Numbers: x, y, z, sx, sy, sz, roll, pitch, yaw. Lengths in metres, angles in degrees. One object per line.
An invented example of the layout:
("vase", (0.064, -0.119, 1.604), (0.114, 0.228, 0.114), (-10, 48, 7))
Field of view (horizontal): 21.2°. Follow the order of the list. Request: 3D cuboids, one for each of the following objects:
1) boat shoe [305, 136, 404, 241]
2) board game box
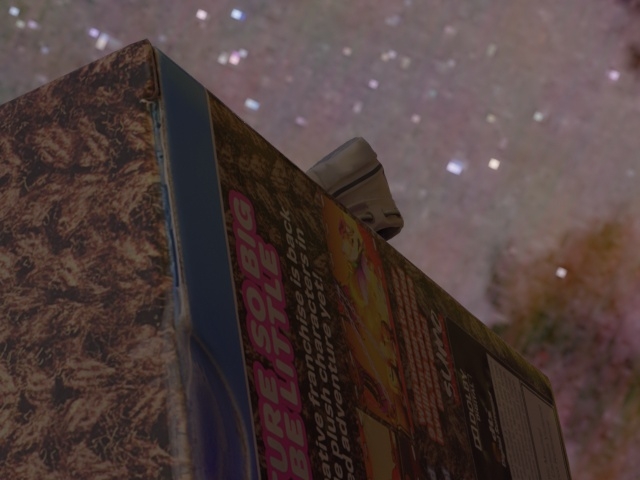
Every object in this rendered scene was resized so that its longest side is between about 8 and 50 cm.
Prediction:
("boat shoe", (0.000, 0.000, 1.014), (0.083, 0.076, 0.226), (-36, 3, 32))
("board game box", (-0.021, 0.121, 0.536), (0.291, 0.141, 0.232), (39, -144, -52))
